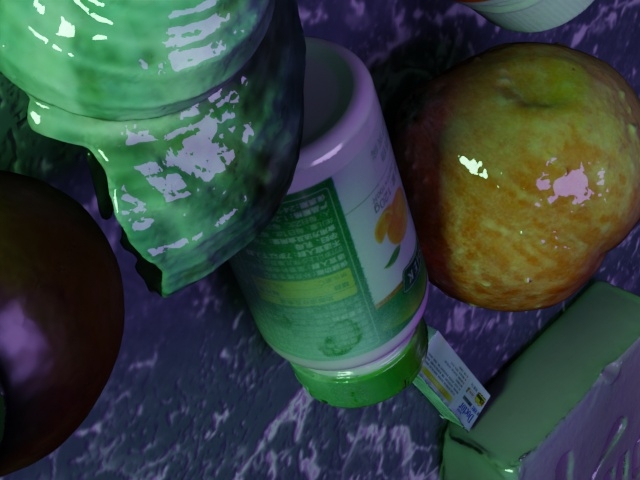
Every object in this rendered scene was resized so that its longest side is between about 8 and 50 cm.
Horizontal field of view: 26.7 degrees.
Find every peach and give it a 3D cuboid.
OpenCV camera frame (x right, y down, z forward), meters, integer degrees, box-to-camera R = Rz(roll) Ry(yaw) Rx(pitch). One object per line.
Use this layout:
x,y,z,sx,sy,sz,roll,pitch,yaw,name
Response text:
0.139,-0.059,1.030,0.232,0.232,0.232,-31,134,-39,peach

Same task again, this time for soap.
0.255,0.233,1.448,0.296,0.107,0.285,-40,137,-32,soap

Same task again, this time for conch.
-0.091,-0.108,0.698,0.195,0.220,0.277,5,150,-15,conch

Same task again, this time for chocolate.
-0.182,0.036,0.720,0.177,0.177,0.177,-31,134,-39,chocolate

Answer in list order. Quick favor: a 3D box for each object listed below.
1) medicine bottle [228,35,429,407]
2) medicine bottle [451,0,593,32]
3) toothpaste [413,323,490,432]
0.000,0.000,0.938,0.133,0.133,0.274,-46,143,-24,medicine bottle
0.099,-0.237,0.908,0.252,0.144,0.144,16,98,-58,medicine bottle
0.112,0.127,1.249,0.046,0.034,0.164,-56,145,-11,toothpaste
